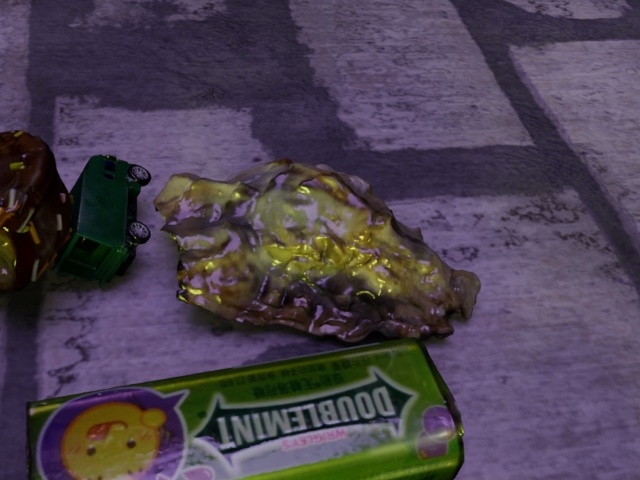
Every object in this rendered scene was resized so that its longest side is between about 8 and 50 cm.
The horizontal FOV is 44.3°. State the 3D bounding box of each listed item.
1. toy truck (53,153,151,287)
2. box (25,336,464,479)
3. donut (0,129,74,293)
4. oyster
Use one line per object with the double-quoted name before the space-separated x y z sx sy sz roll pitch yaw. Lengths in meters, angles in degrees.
"toy truck" -0.226 -0.026 0.827 0.079 0.065 0.147 23 37 -28
"box" -0.059 0.167 0.657 0.346 0.097 0.134 -7 47 -15
"donut" -0.342 -0.006 0.746 0.230 0.096 0.216 -36 37 -8
"oyster" 0.001 -0.004 0.814 0.355 0.107 0.201 13 49 -9
